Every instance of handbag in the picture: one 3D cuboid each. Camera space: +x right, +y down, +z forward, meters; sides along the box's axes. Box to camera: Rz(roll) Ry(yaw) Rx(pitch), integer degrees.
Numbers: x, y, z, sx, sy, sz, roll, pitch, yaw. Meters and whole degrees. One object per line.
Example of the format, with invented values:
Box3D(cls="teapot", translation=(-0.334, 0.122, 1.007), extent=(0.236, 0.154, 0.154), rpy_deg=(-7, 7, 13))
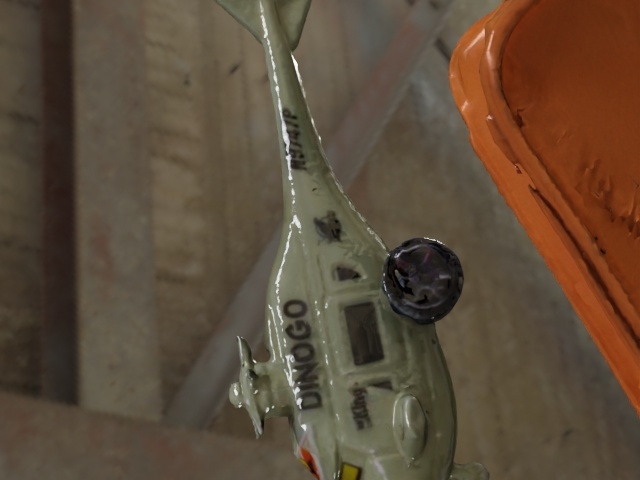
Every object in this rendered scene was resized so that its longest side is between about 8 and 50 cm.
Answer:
Box3D(cls="handbag", translation=(0.295, -0.023, 1.009), extent=(0.303, 0.116, 0.410), rpy_deg=(-31, -90, -9))

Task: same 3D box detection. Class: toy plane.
Box3D(cls="toy plane", translation=(0.000, 0.000, 0.733), extent=(0.108, 0.092, 0.286), rpy_deg=(-9, -101, -8))
